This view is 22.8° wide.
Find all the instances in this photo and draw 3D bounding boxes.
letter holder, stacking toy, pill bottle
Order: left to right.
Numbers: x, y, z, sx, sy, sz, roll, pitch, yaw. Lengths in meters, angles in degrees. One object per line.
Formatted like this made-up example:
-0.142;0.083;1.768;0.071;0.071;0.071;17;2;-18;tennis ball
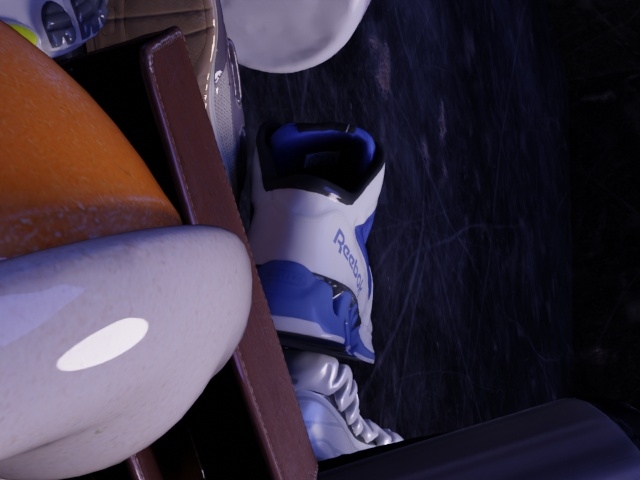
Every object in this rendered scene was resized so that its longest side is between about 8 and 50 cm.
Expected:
-0.258;-0.108;0.498;0.479;0.351;0.350;68;16;4;stacking toy
-0.120;0.051;0.910;0.214;0.152;0.301;-77;151;-77;letter holder
-0.015;-0.287;1.487;0.301;0.169;0.169;-68;146;-60;pill bottle

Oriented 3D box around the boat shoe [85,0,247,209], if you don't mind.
-0.112;-0.127;1.226;0.092;0.103;0.285;-70;152;-66;boat shoe

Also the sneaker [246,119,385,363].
0.000;0.000;1.305;0.315;0.127;0.182;73;29;-83;sneaker

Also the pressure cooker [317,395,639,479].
0.081;0.327;1.150;0.375;0.420;0.369;121;-48;-74;pressure cooker

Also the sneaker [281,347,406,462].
0.014;0.216;1.492;0.292;0.110;0.118;50;43;-47;sneaker

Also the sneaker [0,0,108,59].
-0.225;-0.101;0.831;0.275;0.110;0.107;-20;85;-55;sneaker
